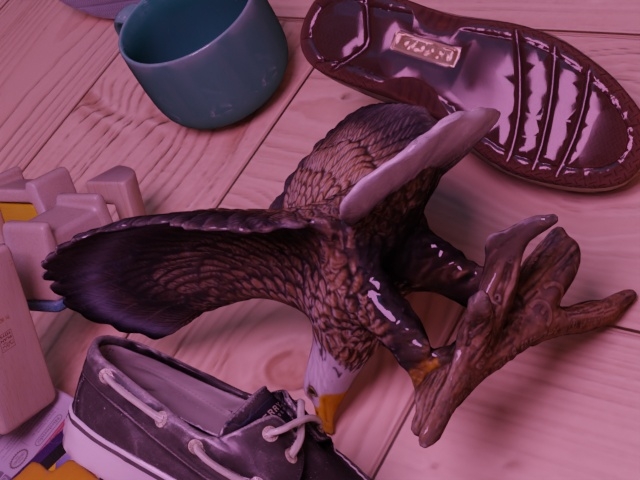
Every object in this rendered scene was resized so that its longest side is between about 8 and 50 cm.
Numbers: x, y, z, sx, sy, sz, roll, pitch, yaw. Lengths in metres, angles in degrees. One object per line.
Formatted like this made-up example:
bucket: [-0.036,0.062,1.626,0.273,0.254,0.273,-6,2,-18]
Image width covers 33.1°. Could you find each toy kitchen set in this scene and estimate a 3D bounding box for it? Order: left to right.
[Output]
toy kitchen set: [-0.239,0.034,0.822,0.166,0.122,0.207,3,24,33]

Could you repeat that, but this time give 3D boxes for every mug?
mug: [-0.097,-0.166,0.929,0.129,0.097,0.157,-31,42,2]

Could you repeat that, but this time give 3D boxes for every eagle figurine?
eagle figurine: [-0.004,0.010,0.653,0.298,0.226,0.225,29,89,38]

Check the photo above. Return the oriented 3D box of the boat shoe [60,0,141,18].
boat shoe: [-0.172,-0.279,1.102,0.226,0.083,0.075,6,42,20]

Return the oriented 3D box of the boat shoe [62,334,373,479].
boat shoe: [-0.034,0.115,0.561,0.219,0.070,0.078,21,18,12]

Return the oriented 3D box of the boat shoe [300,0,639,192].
boat shoe: [0.114,-0.109,0.759,0.257,0.095,0.095,31,97,21]

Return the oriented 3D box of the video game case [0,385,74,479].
video game case: [-0.213,0.195,0.720,0.183,0.023,0.201,18,61,40]

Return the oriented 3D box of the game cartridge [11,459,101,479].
game cartridge: [-0.178,0.251,0.461,0.324,0.052,0.285,-38,30,-23]

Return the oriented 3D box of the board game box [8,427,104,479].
board game box: [-0.102,0.174,0.635,0.141,0.048,0.170,-44,54,-14]
